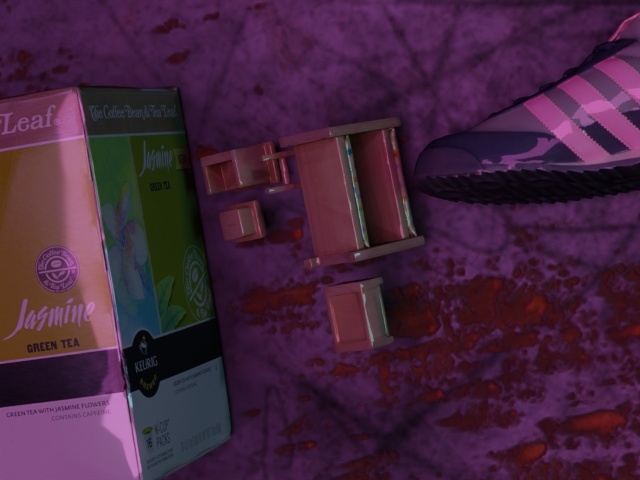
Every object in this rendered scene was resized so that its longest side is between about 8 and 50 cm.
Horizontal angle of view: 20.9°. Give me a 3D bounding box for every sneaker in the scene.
[{"bbox_3d":[0.225,-0.108,1.378,0.319,0.112,0.131,-9,75,15],"label":"sneaker"}]

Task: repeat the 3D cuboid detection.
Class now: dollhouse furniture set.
[{"bbox_3d":[0.000,0.000,1.471,0.161,0.101,0.182,-9,93,43],"label":"dollhouse furniture set"}]

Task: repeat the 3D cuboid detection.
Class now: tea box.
[{"bbox_3d":[-0.282,0.048,1.479,0.329,0.220,0.323,-7,93,18],"label":"tea box"}]
